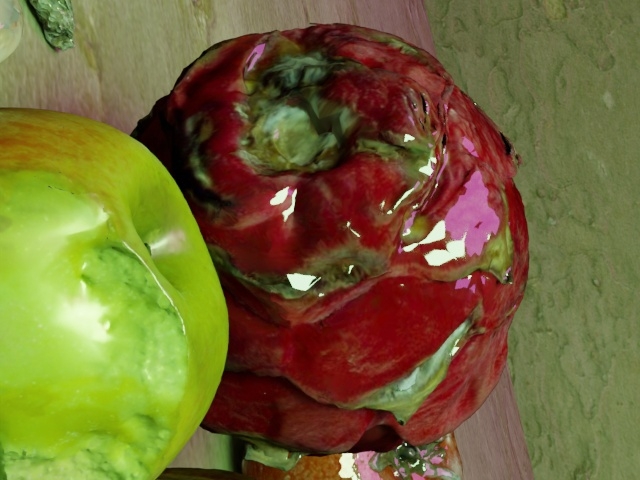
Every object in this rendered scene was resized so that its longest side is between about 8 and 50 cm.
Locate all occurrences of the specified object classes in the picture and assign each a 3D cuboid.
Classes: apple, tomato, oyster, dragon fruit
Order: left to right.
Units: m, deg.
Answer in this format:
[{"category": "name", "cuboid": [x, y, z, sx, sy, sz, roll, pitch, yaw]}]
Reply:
[{"category": "apple", "cuboid": [-0.170, 0.047, 0.642, 0.246, 0.226, 0.246, -15, 90, -80]}, {"category": "oyster", "cuboid": [-0.248, -0.230, 1.038, 0.098, 0.037, 0.100, 81, -17, -50]}, {"category": "dragon fruit", "cuboid": [-0.003, 0.000, 0.844, 0.329, 0.329, 0.329, -18, 90, -73]}, {"category": "tomato", "cuboid": [0.026, 0.226, 1.163, 0.232, 0.188, 0.232, 14, 67, -35]}]

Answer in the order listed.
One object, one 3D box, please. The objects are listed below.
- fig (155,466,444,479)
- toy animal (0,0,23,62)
[{"category": "fig", "cuboid": [-0.054, 0.228, 0.786, 0.190, 0.290, 0.190, 164, -90, -81]}, {"category": "toy animal", "cuboid": [-0.281, -0.121, 0.508, 0.229, 0.210, 0.221, 42, -11, 34]}]
